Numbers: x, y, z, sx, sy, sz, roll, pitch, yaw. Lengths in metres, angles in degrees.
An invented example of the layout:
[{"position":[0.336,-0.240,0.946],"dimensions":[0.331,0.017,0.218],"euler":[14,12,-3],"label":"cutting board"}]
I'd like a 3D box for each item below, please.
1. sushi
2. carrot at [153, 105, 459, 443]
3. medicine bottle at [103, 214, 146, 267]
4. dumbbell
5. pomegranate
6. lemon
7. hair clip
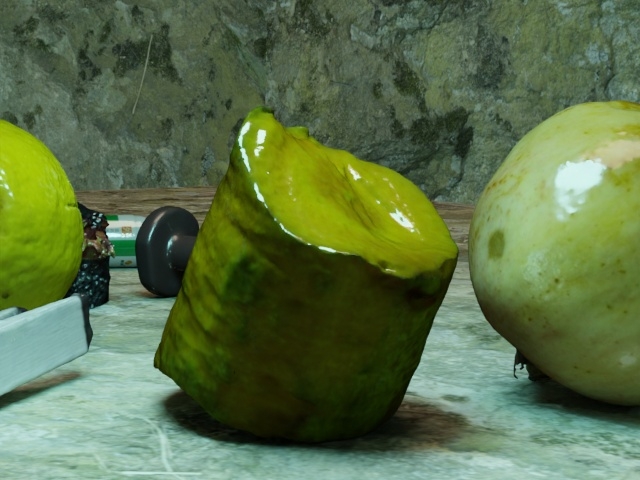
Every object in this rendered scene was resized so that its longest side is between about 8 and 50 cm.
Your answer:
[{"position":[-0.373,0.020,1.726],"dimensions":[0.153,0.151,0.172],"euler":[6,8,39],"label":"sushi"},{"position":[-0.018,0.065,1.136],"dimensions":[0.241,0.341,0.241],"euler":[15,32,-9],"label":"carrot"},{"position":[-0.382,0.002,2.137],"dimensions":[0.260,0.095,0.095],"euler":[1,7,-14],"label":"medicine bottle"},{"position":[-0.155,0.024,1.794],"dimensions":[0.225,0.140,0.124],"euler":[7,19,33],"label":"dumbbell"},{"position":[0.299,0.024,1.257],"dimensions":[0.338,0.338,0.338],"euler":[1,7,0],"label":"pomegranate"},{"position":[-0.425,-0.011,1.458],"dimensions":[0.297,0.297,0.297],"euler":[1,7,0],"label":"lemon"},{"position":[-0.346,0.118,1.172],"dimensions":[0.101,0.085,0.331],"euler":[2,8,20],"label":"hair clip"}]
